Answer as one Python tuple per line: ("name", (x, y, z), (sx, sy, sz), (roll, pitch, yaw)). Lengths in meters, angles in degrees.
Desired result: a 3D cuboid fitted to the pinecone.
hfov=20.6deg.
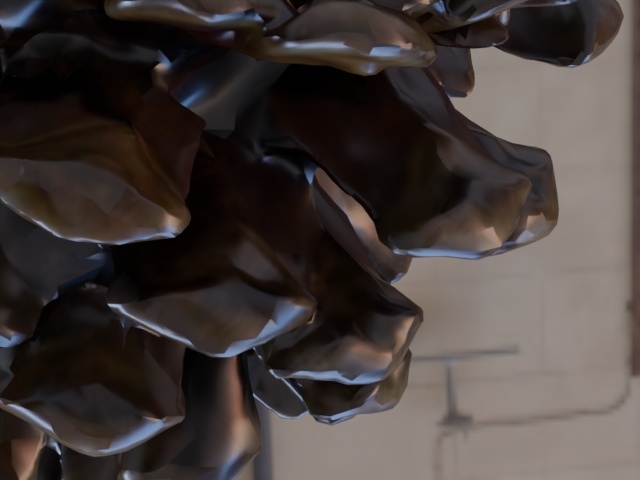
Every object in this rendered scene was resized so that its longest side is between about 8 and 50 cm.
("pinecone", (-0.087, -0.058, 0.673), (0.384, 0.384, 0.384), (-2, -168, 0))
